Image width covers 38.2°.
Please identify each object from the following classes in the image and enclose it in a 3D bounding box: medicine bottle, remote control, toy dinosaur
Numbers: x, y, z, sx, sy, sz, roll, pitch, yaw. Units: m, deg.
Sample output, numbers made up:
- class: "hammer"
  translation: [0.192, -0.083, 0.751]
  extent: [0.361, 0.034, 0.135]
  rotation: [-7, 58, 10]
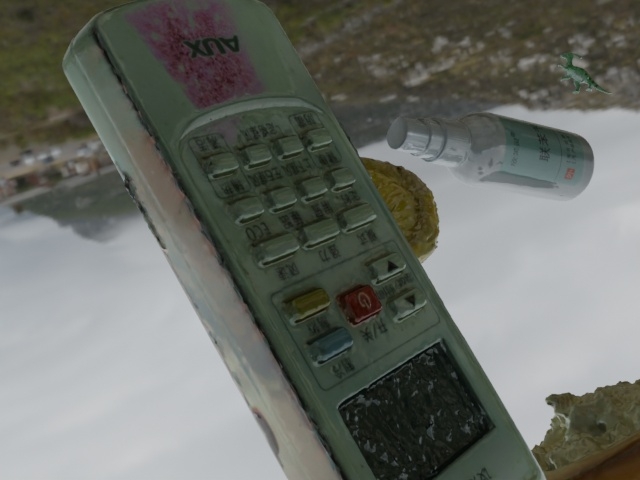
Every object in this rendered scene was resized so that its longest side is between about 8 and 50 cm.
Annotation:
- class: "medicine bottle"
  translation: [0.246, -0.130, 1.350]
  extent: [0.351, 0.110, 0.110]
  rotation: [7, 171, -34]
- class: "remote control"
  translation: [-0.006, 0.018, 0.504]
  extent: [0.050, 0.344, 0.145]
  rotation: [-36, 172, 41]
- class: "toy dinosaur"
  translation: [0.380, -0.241, 1.339]
  extent: [0.083, 0.062, 0.021]
  rotation: [9, 156, -12]

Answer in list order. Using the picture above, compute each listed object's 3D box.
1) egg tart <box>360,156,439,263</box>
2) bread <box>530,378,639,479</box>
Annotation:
- class: "egg tart"
  translation: [0.000, 0.000, 0.699]
  extent: [0.191, 0.074, 0.191]
  rotation: [2, -149, -1]
- class: "bread"
  translation: [0.467, 0.372, 1.470]
  extent: [0.423, 0.245, 0.329]
  rotation: [-31, -166, 7]
